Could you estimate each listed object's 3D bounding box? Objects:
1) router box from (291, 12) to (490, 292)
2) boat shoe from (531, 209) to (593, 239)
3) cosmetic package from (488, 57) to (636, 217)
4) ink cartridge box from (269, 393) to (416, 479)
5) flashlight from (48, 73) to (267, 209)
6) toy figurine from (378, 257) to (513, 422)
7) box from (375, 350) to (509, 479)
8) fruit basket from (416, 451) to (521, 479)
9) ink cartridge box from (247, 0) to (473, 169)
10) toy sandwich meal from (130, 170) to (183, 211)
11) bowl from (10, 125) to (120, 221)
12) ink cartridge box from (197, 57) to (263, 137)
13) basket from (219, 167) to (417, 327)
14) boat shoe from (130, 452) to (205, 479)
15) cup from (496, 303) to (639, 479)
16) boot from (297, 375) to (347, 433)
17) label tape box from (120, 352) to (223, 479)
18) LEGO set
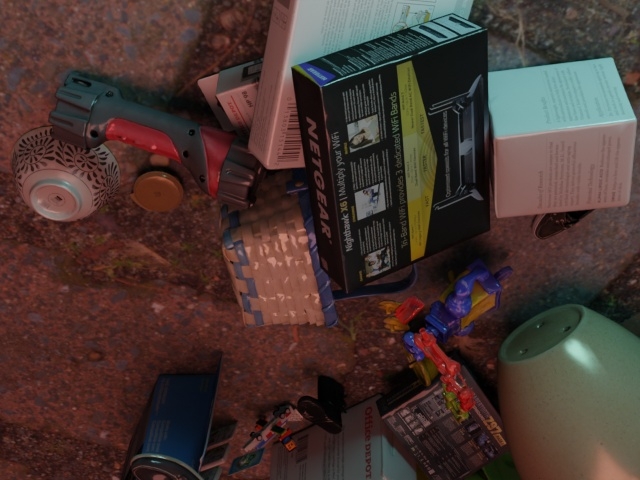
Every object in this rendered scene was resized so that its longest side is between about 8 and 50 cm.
[{"bbox_3d":[0.103,-0.112,1.206,0.243,0.081,0.309,-22,126,-21],"label":"router box"},{"bbox_3d":[0.387,-0.043,1.437,0.049,0.040,0.142,28,128,-23],"label":"boat shoe"},{"bbox_3d":[0.324,-0.141,1.272,0.184,0.151,0.151,-5,133,8],"label":"cosmetic package"},{"bbox_3d":[0.042,0.462,1.803,0.289,0.211,0.121,-30,125,27],"label":"ink cartridge box"},{"bbox_3d":[-0.227,-0.132,1.288,0.304,0.103,0.103,17,132,4],"label":"flashlight"},{"bbox_3d":[0.248,0.138,1.507,0.217,0.191,0.362,-42,157,-8],"label":"toy figurine"},{"bbox_3d":[0.241,0.344,1.734,0.183,0.059,0.232,-34,116,8],"label":"box"},{"bbox_3d":[0.263,0.576,1.892,0.392,0.283,0.392,-12,138,-11],"label":"fruit basket"},{"bbox_3d":[0.055,-0.241,1.202,0.261,0.066,0.296,-5,124,-30],"label":"ink cartridge box"},{"bbox_3d":[-0.253,-0.079,1.434,0.085,0.029,0.085,-1,129,-1],"label":"toy sandwich meal"},{"bbox_3d":[-0.396,-0.083,1.398,0.170,0.080,0.170,1,132,1],"label":"bowl"},{"bbox_3d":[-0.076,-0.197,1.294,0.180,0.060,0.104,-15,132,15],"label":"ink cartridge box"},{"bbox_3d":[0.000,0.000,1.382,0.289,0.201,0.254,-7,130,0],"label":"basket"},{"bbox_3d":[-0.233,0.427,1.539,0.206,0.065,0.075,39,121,-24],"label":"boat shoe"},{"bbox_3d":[0.434,0.249,1.560,0.331,0.331,0.237,-28,101,25],"label":"cup"},{"bbox_3d":[0.003,0.298,1.728,0.045,0.099,0.121,-31,124,28],"label":"boot"},{"bbox_3d":[-0.292,0.393,1.723,0.115,0.249,0.347,17,130,-11],"label":"label tape box"},{"bbox_3d":[-0.135,0.406,1.777,0.244,0.182,0.060,-26,110,22],"label":"LEGO set"}]
